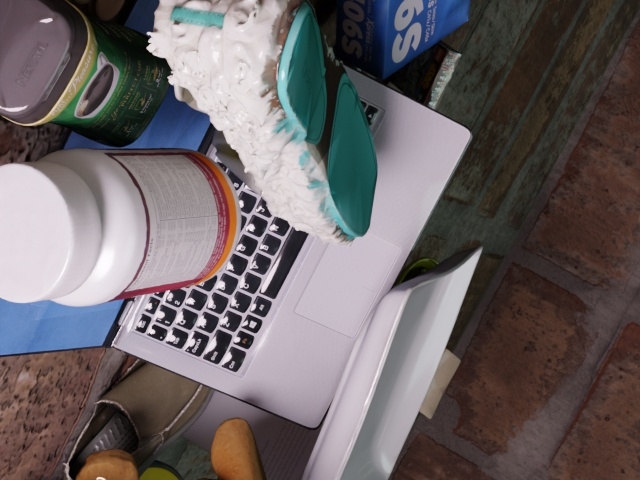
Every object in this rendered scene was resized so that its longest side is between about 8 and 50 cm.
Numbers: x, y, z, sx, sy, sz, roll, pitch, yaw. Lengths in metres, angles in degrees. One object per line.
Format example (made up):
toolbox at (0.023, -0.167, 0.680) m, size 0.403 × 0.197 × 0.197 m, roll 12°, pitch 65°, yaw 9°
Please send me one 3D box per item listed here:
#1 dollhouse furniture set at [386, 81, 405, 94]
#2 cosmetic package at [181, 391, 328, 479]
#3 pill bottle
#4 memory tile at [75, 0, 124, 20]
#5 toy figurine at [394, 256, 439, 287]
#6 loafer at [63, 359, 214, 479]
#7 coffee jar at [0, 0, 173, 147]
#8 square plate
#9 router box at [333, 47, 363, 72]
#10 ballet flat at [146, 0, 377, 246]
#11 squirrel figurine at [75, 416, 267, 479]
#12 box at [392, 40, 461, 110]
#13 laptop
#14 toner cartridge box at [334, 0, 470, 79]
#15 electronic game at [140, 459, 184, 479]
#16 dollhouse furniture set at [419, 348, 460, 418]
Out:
dollhouse furniture set at (0.093, -0.127, 1.576) m, size 0.182 × 0.101 × 0.161 m, roll -52°, pitch -175°, yaw -24°
cosmetic package at (-0.078, 0.231, 1.539) m, size 0.117 × 0.231 × 0.085 m, roll -62°, pitch 164°, yaw 2°
pill bottle at (-0.165, -0.013, 0.956) m, size 0.221 × 0.121 × 0.121 m, roll -9°, pitch 127°, yaw -62°
memory tile at (-0.164, -0.237, 0.924) m, size 0.113 × 0.012 × 0.148 m, roll -59°, pitch 163°, yaw -4°
toy figurine at (0.041, 0.176, 2.042) m, size 0.362 × 0.191 × 0.217 m, roll -64°, pitch -166°, yaw -13°
loafer at (-0.200, 0.196, 1.374) m, size 0.251 × 0.094 × 0.087 m, roll -56°, pitch 166°, yaw -14°
coffee jar at (-0.188, -0.128, 0.916) m, size 0.096 × 0.079 × 0.184 m, roll -58°, pitch 164°, yaw 7°
square plate at (0.073, 0.175, 1.412) m, size 0.347 × 0.049 × 0.344 m, roll -20°, pitch 132°, yaw -69°
router box at (0.014, -0.168, 1.492) m, size 0.092 × 0.038 × 0.122 m, roll -54°, pitch 162°, yaw -21°
ballet flat at (-0.041, -0.111, 1.042) m, size 0.147 × 0.147 × 0.409 m, roll -57°, pitch 161°, yaw -11°
squirrel figurine at (-0.206, 0.415, 1.241) m, size 0.281 × 0.371 × 0.397 m, roll -107°, pitch -178°, yaw -61°
box at (0.135, -0.213, 1.678) m, size 0.027 × 0.094 × 0.137 m, roll 13°, pitch 111°, yaw -30°
laptop at (-0.073, -0.009, 1.194) m, size 0.382 × 0.408 × 0.236 m, roll -63°, pitch -164°, yaw 8°
toner cartridge box at (0.099, -0.355, 1.280) m, size 0.165 × 0.075 × 0.347 m, roll -40°, pitch 148°, yaw -33°
electronic game at (-0.227, 0.377, 1.466) m, size 0.229 × 0.048 × 0.229 m, roll -22°, pitch 116°, yaw -56°
dollhouse furniture set at (0.035, 0.102, 1.665) m, size 0.259 × 0.262 × 0.135 m, roll 40°, pitch 76°, yaw -41°
